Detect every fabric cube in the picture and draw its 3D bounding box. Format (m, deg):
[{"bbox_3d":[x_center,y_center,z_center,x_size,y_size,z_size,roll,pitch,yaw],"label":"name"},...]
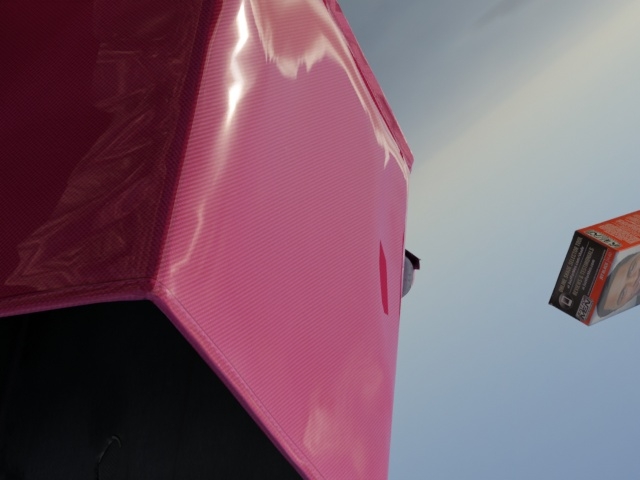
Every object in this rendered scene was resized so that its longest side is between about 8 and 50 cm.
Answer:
[{"bbox_3d":[-0.116,0.005,0.752,0.259,0.254,0.258,-9,-127,21],"label":"fabric cube"}]

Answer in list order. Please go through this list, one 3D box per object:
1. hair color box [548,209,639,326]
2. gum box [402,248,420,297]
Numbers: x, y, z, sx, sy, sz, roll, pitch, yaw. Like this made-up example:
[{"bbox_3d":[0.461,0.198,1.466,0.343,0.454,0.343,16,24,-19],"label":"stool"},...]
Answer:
[{"bbox_3d":[0.251,0.019,1.271,0.141,0.043,0.072,-15,129,-49],"label":"hair color box"},{"bbox_3d":[0.000,0.000,1.506,0.062,0.188,0.107,-61,-165,-4],"label":"gum box"}]
